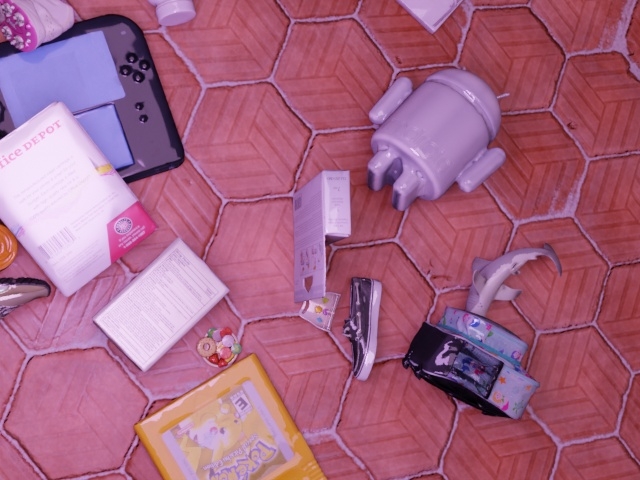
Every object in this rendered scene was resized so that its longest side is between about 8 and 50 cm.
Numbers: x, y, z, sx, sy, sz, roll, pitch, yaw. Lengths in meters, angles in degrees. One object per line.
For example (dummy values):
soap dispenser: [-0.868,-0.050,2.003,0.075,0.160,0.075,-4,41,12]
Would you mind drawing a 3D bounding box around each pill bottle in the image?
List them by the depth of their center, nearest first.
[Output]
pill bottle: [-0.321,-0.548,1.843,0.107,0.108,0.180,-15,87,-15]

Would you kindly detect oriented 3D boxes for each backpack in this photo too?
backpack: [0.328,0.260,1.840,0.253,0.225,0.191,35,86,-11]

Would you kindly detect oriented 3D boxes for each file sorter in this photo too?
file sorter: [0.292,-0.647,1.970,0.193,0.173,0.278,42,75,-6]

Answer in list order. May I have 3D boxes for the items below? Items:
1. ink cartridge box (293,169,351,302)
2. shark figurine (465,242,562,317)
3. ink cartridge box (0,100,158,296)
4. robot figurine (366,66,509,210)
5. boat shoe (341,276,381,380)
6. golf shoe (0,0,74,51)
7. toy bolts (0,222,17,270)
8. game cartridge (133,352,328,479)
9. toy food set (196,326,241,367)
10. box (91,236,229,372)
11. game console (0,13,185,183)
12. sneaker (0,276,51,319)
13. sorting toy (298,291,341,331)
ink cartridge box: [0.000,0.000,1.766,0.060,0.275,0.239,0,84,-14]
shark figurine: [0.399,0.058,1.951,0.278,0.116,0.166,-37,126,-7]
ink cartridge box: [-0.495,-0.081,1.698,0.226,0.131,0.306,-37,104,-11]
robot figurine: [0.249,-0.227,1.892,0.300,0.200,0.353,40,75,11]
boat shoe: [0.080,0.186,1.869,0.070,0.078,0.220,10,73,-13]
golf shoe: [-0.615,-0.501,1.762,0.140,0.115,0.306,-31,72,-37]
toy bolts: [-0.717,0.017,1.672,0.218,0.158,0.229,41,69,-29]
game cartridge: [-0.175,0.437,1.786,0.285,0.052,0.324,-31,90,-15]
toy food set: [-0.207,0.220,1.820,0.082,0.020,0.083,-44,94,-15]
box: [-0.318,0.129,1.750,0.232,0.127,0.149,-44,94,-15]
game console: [-0.506,-0.259,1.789,0.386,0.060,0.342,-20,88,-15]
sneaker: [-0.691,0.194,1.659,0.410,0.158,0.182,-23,99,-8]
sorting toy: [-0.005,0.145,1.870,0.075,0.045,0.083,18,80,-3]
